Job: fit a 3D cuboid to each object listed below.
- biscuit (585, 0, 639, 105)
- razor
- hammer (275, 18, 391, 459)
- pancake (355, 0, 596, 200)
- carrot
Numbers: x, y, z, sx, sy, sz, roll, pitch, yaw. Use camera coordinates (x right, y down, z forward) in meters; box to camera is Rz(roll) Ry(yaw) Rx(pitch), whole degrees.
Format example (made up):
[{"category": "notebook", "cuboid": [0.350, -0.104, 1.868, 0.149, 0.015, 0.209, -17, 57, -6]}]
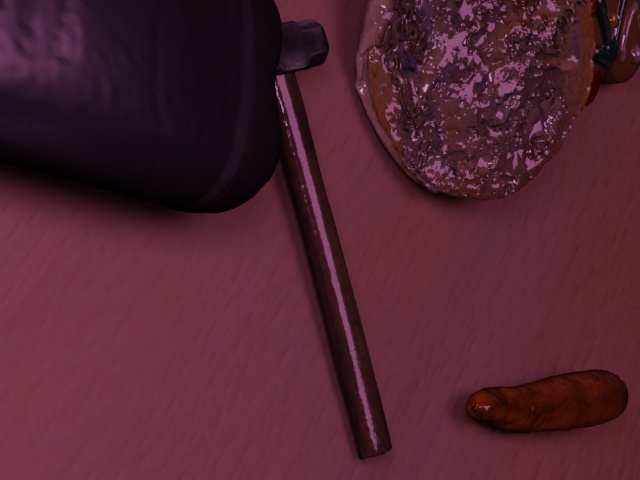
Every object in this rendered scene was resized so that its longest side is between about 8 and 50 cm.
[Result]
[{"category": "biscuit", "cuboid": [0.285, -0.240, 1.657, 0.301, 0.049, 0.196, 17, 87, -59]}, {"category": "razor", "cuboid": [-0.163, -0.133, 1.070, 0.349, 0.113, 0.204, 11, 72, -49]}, {"category": "hammer", "cuboid": [0.000, 0.000, 1.286, 0.111, 0.043, 0.365, -18, 93, -52]}, {"category": "pancake", "cuboid": [0.147, -0.177, 1.435, 0.282, 0.049, 0.282, -5, 100, -29]}, {"category": "carrot", "cuboid": [0.210, 0.153, 1.480, 0.248, 0.059, 0.059, 1, 78, -47]}]
